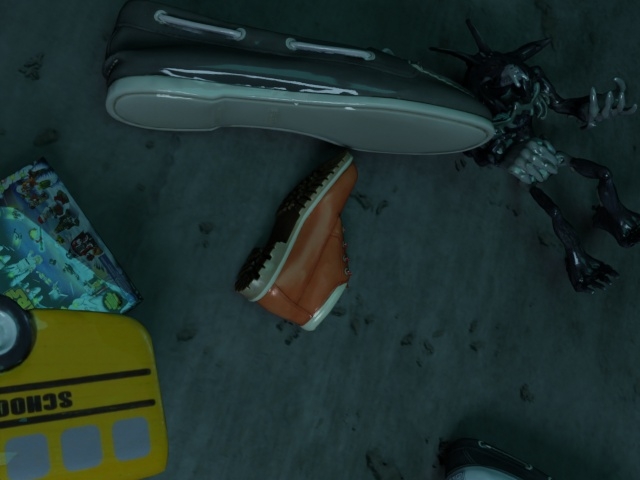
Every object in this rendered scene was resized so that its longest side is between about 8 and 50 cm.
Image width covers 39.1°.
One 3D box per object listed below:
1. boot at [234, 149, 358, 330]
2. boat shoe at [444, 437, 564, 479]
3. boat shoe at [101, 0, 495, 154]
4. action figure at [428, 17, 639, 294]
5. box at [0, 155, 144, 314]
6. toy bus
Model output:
[{"bbox_3d":[0.000,0.000,0.779,0.084,0.059,0.158,36,75,-18],"label":"boot"},{"bbox_3d":[0.205,0.248,0.818,0.228,0.080,0.076,28,32,-13],"label":"boat shoe"},{"bbox_3d":[-0.010,-0.139,0.754,0.335,0.112,0.095,4,75,-14],"label":"boat shoe"},{"bbox_3d":[0.218,-0.095,0.857,0.164,0.141,0.276,-39,99,-16],"label":"action figure"},{"bbox_3d":[-0.212,0.017,0.684,0.094,0.027,0.137,-37,97,-26],"label":"box"},{"bbox_3d":[-0.269,0.110,0.538,0.332,0.108,0.130,-4,78,-34],"label":"toy bus"}]
